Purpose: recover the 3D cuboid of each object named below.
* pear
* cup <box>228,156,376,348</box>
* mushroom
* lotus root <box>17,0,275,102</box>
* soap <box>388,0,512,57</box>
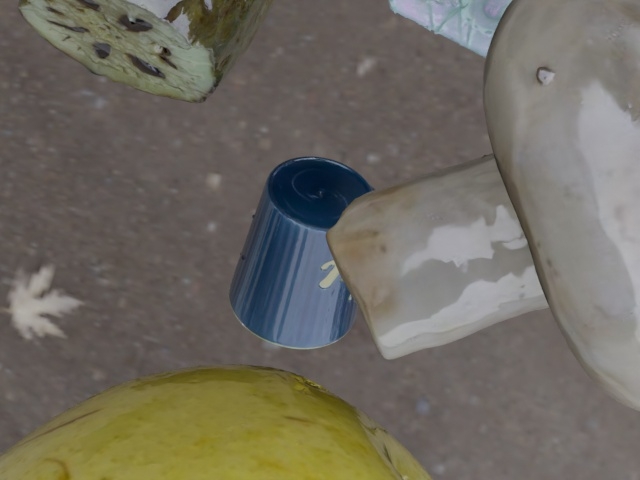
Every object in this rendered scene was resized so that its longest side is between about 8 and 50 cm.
[{"bbox_3d":[-0.054,0.232,0.888,0.348,0.348,0.348,-9,104,-38],"label":"pear"},{"bbox_3d":[0.000,0.000,1.779,0.176,0.131,0.155,-33,151,-38],"label":"cup"},{"bbox_3d":[0.160,-0.026,1.112,0.292,0.290,0.292,37,45,-49],"label":"mushroom"},{"bbox_3d":[-0.123,-0.315,1.610,0.250,0.250,0.346,32,71,-39],"label":"lotus root"},{"bbox_3d":[0.189,-0.179,1.286,0.261,0.150,0.094,27,50,-5],"label":"soap"}]
